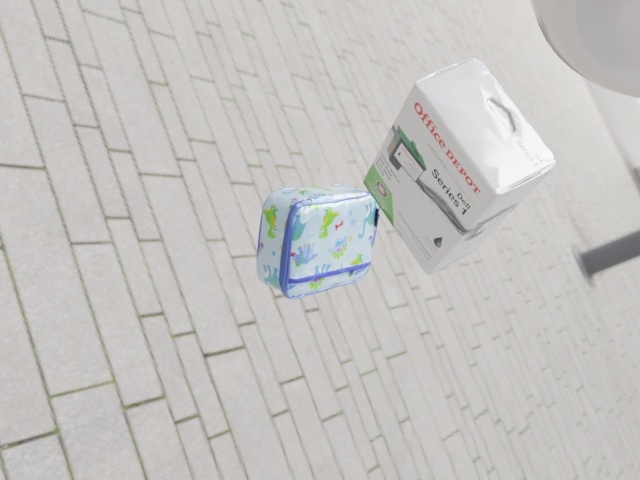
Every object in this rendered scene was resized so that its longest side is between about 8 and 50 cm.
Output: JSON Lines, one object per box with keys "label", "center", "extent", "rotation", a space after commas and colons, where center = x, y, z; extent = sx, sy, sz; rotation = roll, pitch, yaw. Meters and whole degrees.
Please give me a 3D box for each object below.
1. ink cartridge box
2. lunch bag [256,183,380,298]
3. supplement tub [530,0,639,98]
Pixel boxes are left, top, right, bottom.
{"label": "ink cartridge box", "center": [0.153, -0.081, 0.863], "extent": [0.092, 0.219, 0.160], "rotation": [-26, 72, -23]}
{"label": "lunch bag", "center": [0.000, 0.000, 1.202], "extent": [0.219, 0.090, 0.176], "rotation": [-9, 115, -45]}
{"label": "supplement tub", "center": [0.251, -0.277, 0.475], "extent": [0.228, 0.228, 0.316], "rotation": [34, 53, -41]}
